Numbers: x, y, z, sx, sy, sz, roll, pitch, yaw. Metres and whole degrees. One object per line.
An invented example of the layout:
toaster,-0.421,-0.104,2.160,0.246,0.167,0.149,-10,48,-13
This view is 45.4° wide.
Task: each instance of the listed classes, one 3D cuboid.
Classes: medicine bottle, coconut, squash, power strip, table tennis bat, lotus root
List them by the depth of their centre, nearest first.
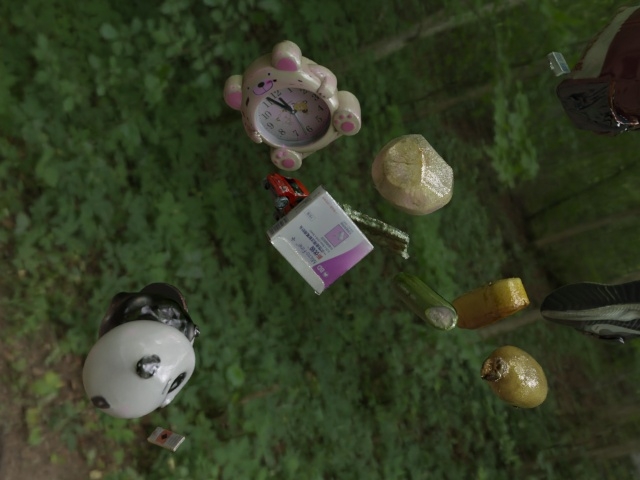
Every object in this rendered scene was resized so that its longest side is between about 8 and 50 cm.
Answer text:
power strip,0.404,-0.299,1.299,0.090,0.016,0.040,-24,88,-61
table tennis bat,-0.339,0.187,1.499,0.220,0.130,0.019,-64,160,0
medicine bottle,0.000,0.000,1.710,0.201,0.171,0.052,49,2,-32
squash,0.239,0.141,1.783,0.239,0.069,0.069,41,-33,53
lotus root,0.506,0.353,1.968,0.303,0.131,0.146,35,16,-50
coconut,0.259,-0.175,2.144,0.237,0.197,0.237,46,3,-3

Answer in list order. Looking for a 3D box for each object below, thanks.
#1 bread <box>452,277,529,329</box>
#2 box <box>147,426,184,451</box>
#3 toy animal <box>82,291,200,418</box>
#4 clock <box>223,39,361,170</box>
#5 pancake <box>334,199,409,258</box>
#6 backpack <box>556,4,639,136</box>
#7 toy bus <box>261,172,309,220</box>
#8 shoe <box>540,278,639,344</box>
bread,0.417,0.161,1.892,0.245,0.102,0.094,-39,-118,60
box,-0.390,0.501,1.933,0.046,0.083,0.012,-50,145,-44
toy animal,-0.308,0.202,1.308,0.165,0.187,0.235,43,11,-21
clock,-0.076,-0.349,1.993,0.309,0.284,0.114,41,34,-35
pancake,0.130,-0.021,1.872,0.197,0.376,0.054,16,-95,43
backpack,0.617,-0.313,1.346,0.197,0.283,0.317,43,-18,-29
toy bus,-0.067,-0.084,1.764,0.081,0.089,0.195,54,-11,34
shoe,0.494,0.133,1.301,0.099,0.227,0.112,-71,149,-55
